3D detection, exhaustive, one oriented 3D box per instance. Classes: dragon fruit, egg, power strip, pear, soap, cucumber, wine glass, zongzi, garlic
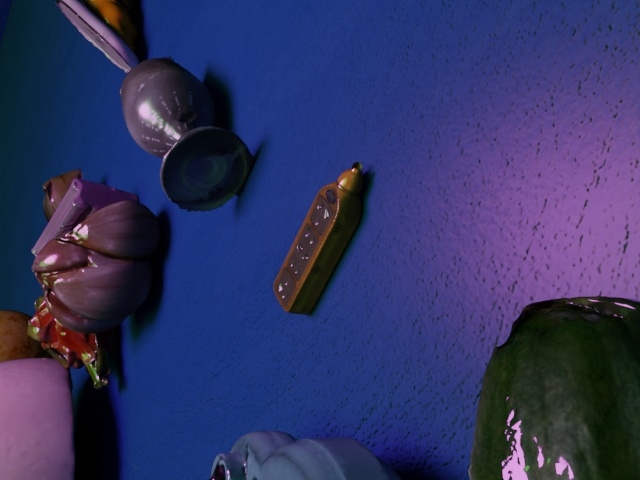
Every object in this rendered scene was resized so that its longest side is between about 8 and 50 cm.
[{"bbox_3d":[-0.426,0.164,1.113,0.135,0.137,0.236,-37,46,-1],"label":"dragon fruit"},{"bbox_3d":[-0.600,0.392,1.086,0.354,0.339,0.355,178,90,-66],"label":"egg"},{"bbox_3d":[0.000,0.000,0.626,0.178,0.028,0.049,-63,39,26],"label":"power strip"},{"bbox_3d":[-0.735,0.293,1.432,0.283,0.283,0.284,-13,73,53],"label":"pear"},{"bbox_3d":[-0.422,-0.011,1.129,0.203,0.122,0.066,-45,46,30],"label":"soap"},{"bbox_3d":[0.151,0.181,0.322,0.145,0.105,0.326,-23,63,52],"label":"cucumber"},{"bbox_3d":[-0.189,-0.151,0.840,0.241,0.126,0.126,51,125,44],"label":"wine glass"},{"bbox_3d":[-0.503,-0.020,1.318,0.204,0.094,0.205,60,151,1],"label":"zongzi"},{"bbox_3d":[-0.339,0.051,0.997,0.214,0.191,0.160,-31,84,35],"label":"garlic"}]

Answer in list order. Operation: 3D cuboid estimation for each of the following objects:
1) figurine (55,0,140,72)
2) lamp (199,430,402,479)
[{"bbox_3d":[-0.386,-0.433,1.210,0.141,0.166,0.250,-46,67,-8],"label":"figurine"},{"bbox_3d":[-0.009,0.252,0.491,0.284,0.147,0.210,13,93,47],"label":"lamp"}]
